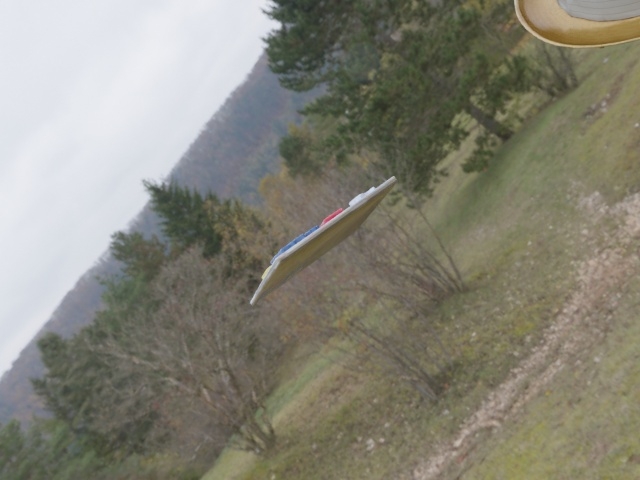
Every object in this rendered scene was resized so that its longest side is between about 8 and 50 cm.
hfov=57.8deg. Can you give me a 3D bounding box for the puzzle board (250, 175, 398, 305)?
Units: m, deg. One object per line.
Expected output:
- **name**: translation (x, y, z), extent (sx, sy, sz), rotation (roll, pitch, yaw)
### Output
- **puzzle board**: translation (0.000, 0.000, 0.471), extent (0.128, 0.011, 0.096), rotation (-35, -9, -30)

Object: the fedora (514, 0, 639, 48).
- **fedora**: translation (0.220, -0.225, 0.399), extent (0.194, 0.079, 0.195), rotation (-23, 49, 29)
